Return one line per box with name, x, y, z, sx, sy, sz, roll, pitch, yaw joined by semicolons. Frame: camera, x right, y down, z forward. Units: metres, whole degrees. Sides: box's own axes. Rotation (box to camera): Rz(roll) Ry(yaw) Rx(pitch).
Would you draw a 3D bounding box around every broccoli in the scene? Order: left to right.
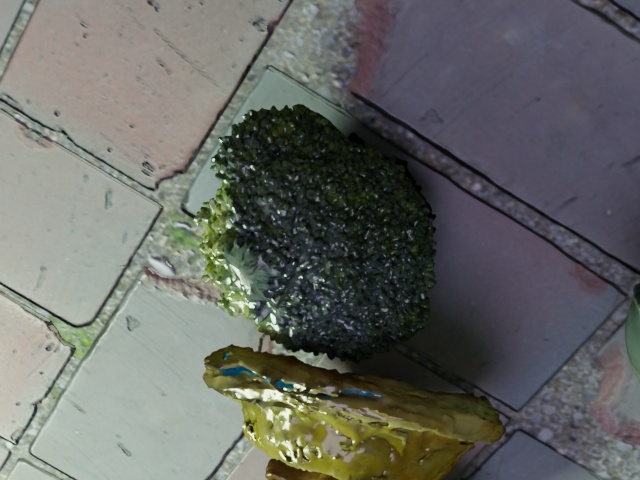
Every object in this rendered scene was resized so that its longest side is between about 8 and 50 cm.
broccoli;0.002;0.002;1.199;0.176;0.226;0.198;35;89;33

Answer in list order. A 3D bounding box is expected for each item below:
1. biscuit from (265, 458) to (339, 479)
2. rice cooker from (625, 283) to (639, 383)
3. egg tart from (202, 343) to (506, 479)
biscuit;0.040;0.266;1.380;0.215;0.034;0.182;23;156;-17
rice cooker;0.399;0.131;1.123;0.317;0.264;0.316;-5;103;-24
egg tart;0.022;0.166;1.240;0.291;0.291;0.107;10;85;8
